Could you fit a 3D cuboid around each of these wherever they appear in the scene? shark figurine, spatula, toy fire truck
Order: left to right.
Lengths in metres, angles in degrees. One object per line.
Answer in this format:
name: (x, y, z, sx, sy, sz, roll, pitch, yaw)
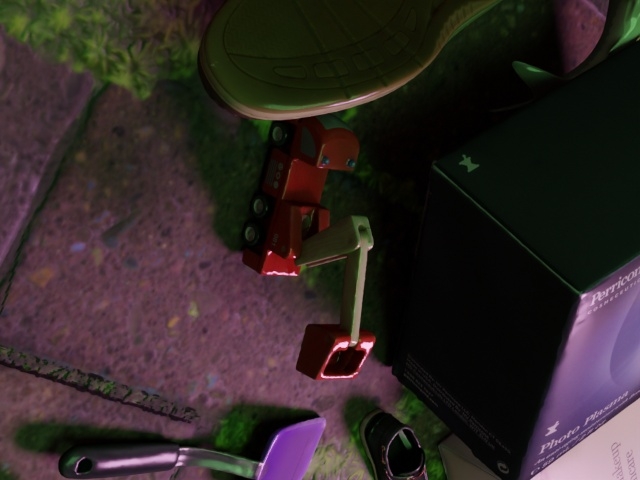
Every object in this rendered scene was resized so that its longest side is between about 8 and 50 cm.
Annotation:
spatula: (-0.102, 0.188, 1.255, 0.296, 0.030, 0.084, 9, 107, -45)
toy fire truck: (0.000, 0.000, 1.175, 0.047, 0.135, 0.192, 3, 109, -43)
shark figurine: (0.259, -0.231, 1.325, 0.166, 0.116, 0.278, 15, 93, -11)

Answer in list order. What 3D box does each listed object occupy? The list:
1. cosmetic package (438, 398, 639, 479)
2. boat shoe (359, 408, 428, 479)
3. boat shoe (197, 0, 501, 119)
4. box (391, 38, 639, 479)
cosmetic package: (0.283, 0.202, 1.549, 0.309, 0.113, 0.160, -36, 127, -25)
boat shoe: (0.078, 0.216, 1.427, 0.049, 0.042, 0.133, -44, 135, -19)
boat shoe: (0.028, -0.163, 1.120, 0.123, 0.123, 0.342, 52, 51, 1)
box: (0.239, 0.017, 1.309, 0.296, 0.183, 0.294, -31, 148, -27)
